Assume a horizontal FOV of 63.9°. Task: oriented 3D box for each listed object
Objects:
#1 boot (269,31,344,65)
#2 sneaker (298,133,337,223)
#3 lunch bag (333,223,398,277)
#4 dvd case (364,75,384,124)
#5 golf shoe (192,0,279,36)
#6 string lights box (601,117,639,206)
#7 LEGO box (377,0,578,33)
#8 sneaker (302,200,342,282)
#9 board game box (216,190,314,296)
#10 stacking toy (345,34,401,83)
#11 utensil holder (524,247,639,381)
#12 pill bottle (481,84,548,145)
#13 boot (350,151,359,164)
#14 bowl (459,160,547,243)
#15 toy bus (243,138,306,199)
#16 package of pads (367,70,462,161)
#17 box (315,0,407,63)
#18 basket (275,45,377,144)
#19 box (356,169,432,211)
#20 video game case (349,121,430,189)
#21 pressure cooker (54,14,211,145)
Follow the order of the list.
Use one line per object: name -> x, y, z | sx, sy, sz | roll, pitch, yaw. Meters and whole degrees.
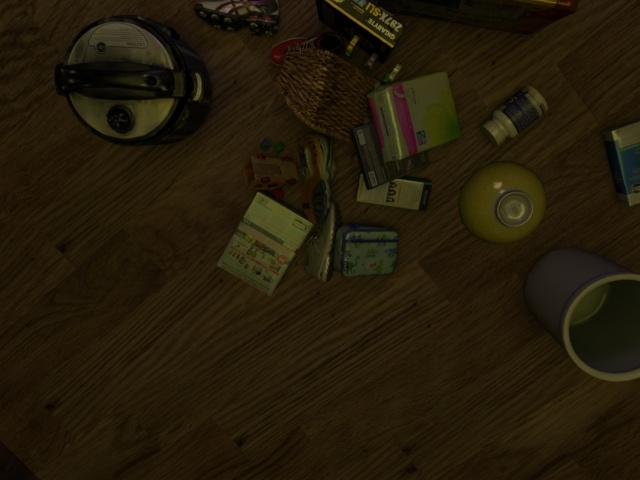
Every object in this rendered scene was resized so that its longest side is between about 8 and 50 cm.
boot -> -0.049, -0.605, 1.613 | 0.244, 0.176, 0.088 | -7, 104, 6
sneaker -> 0.010, -0.205, 1.716 | 0.112, 0.131, 0.296 | 7, 103, 38
lunch bag -> 0.156, 0.033, 1.750 | 0.219, 0.090, 0.176 | 1, 103, -23
dvd case -> 0.208, -0.396, 1.724 | 0.253, 0.022, 0.180 | 43, 100, -6
golf shoe -> -0.266, -0.738, 1.646 | 0.272, 0.105, 0.120 | 8, 87, -5
string lights box -> 1.034, -0.258, 1.685 | 0.133, 0.077, 0.260 | -18, 101, 7
LEGO box -> 0.431, -0.751, 1.458 | 0.500, 0.372, 0.193 | 10, 103, 1
sneaker -> 0.000, 0.000, 1.779 | 0.115, 0.105, 0.281 | 13, 95, 18
board game box -> -0.188, 0.008, 1.794 | 0.224, 0.097, 0.303 | 31, 100, -3
stacking toy -> 0.159, -0.557, 1.591 | 0.167, 0.221, 0.052 | 34, 102, -6
utensil holder -> 0.862, 0.212, 1.639 | 0.327, 0.385, 0.328 | 0, 102, 2
pill bottle -> 0.622, -0.399, 1.657 | 0.186, 0.112, 0.112 | -39, 98, 10
boot -> 0.180, -0.296, 1.705 | 0.084, 0.059, 0.158 | 40, 139, -10
bowl -> 0.619, -0.113, 1.697 | 0.289, 0.156, 0.289 | 1, 103, 3
toy bus -> -0.161, -0.219, 1.735 | 0.202, 0.191, 0.104 | 41, 142, -7
package of pads -> 0.297, -0.395, 1.612 | 0.296, 0.101, 0.229 | -23, 103, -32
box -> 0.114, -0.645, 1.521 | 0.257, 0.322, 0.079 | 35, 100, -5
basket -> -0.003, -0.438, 1.576 | 0.213, 0.299, 0.223 | 20, 100, 34
box -> 0.248, -0.171, 1.743 | 0.244, 0.060, 0.101 | 8, 113, 1
video game case -> 0.228, -0.295, 1.640 | 0.274, 0.026, 0.196 | -24, 103, -32
pressure cooker -> -0.541, -0.464, 1.543 | 0.370, 0.420, 0.375 | -39, 97, 11
